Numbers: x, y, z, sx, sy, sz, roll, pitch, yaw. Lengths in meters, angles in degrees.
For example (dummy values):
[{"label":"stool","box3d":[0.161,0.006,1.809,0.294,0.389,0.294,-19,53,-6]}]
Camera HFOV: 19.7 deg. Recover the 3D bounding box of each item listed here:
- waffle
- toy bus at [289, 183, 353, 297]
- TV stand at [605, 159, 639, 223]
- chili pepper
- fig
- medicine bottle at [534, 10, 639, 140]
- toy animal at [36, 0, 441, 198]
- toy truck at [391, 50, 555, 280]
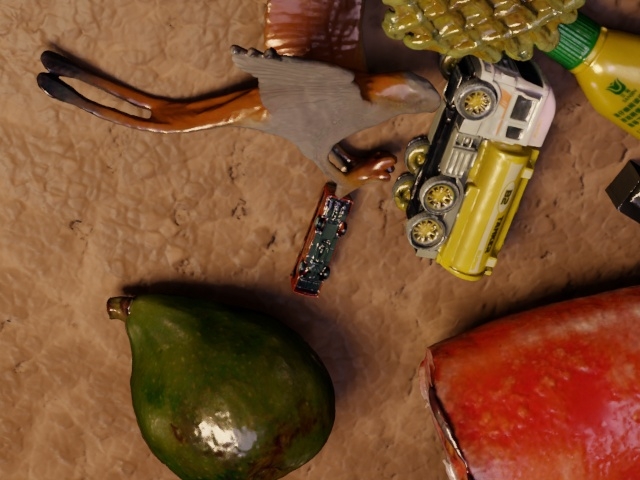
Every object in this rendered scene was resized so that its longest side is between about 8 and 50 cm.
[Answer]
[{"label":"waffle","box3d":[0.145,-0.226,1.611,0.183,0.036,0.169,5,135,-11]},{"label":"toy bus","box3d":[0.000,0.000,1.808,0.031,0.043,0.110,14,113,-17]},{"label":"TV stand","box3d":[0.401,0.005,1.849,0.256,0.049,0.040,30,109,-19]},{"label":"chili pepper","box3d":[0.266,0.184,1.826,0.305,0.229,0.251,-15,81,2]},{"label":"fig","box3d":[-0.105,0.133,1.791,0.195,0.195,0.245,-38,95,13]},{"label":"medicine bottle","box3d":[0.269,-0.168,1.737,0.260,0.064,0.095,31,129,-18]},{"label":"toy animal","box3d":[-0.057,-0.121,1.698,0.284,0.225,0.302,-25,130,28]},{"label":"toy truck","box3d":[0.148,-0.075,1.756,0.114,0.098,0.227,11,118,-15]}]
